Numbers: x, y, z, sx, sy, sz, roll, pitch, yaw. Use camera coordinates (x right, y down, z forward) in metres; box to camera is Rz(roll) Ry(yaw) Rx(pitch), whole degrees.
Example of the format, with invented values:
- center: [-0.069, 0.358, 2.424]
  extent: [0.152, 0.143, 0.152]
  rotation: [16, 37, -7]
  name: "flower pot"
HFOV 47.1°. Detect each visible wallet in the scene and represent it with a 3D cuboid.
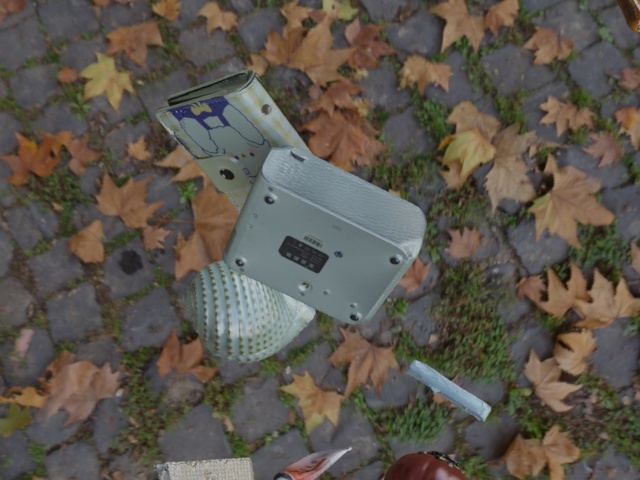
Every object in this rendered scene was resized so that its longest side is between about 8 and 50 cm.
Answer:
- center: [-0.103, -0.129, 1.193]
  extent: [0.223, 0.309, 0.077]
  rotation: [-2, 50, 40]
  name: "wallet"

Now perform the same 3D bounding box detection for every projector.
- center: [0.000, 0.000, 1.086]
  extent: [0.250, 0.198, 0.108]
  rotation: [26, 44, -6]
  name: "projector"

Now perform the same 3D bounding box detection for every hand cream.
- center: [-0.019, 0.355, 1.140]
  extent: [0.052, 0.216, 0.038]
  rotation: [17, 99, 23]
  name: "hand cream"

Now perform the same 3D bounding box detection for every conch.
- center: [-0.197, 0.202, 1.846]
  extent: [0.319, 0.303, 0.215]
  rotation: [26, 54, -2]
  name: "conch"

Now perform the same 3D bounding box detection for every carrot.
- center: [0.554, -0.454, 1.352]
  extent: [0.037, 0.037, 0.190]
  rotation: [-14, 57, 2]
  name: "carrot"

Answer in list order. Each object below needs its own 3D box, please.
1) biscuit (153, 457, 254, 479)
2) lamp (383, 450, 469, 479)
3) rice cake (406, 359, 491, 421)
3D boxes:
- center: [-0.257, 0.549, 1.649]
  extent: [0.239, 0.062, 0.108]
  rotation: [7, 60, -33]
  name: "biscuit"
- center: [0.251, 0.604, 1.719]
  extent: [0.227, 0.227, 0.227]
  rotation: [-2, 73, 6]
  name: "lamp"
- center: [0.252, 0.299, 1.459]
  extent: [0.180, 0.030, 0.042]
  rotation: [32, 62, 18]
  name: "rice cake"
